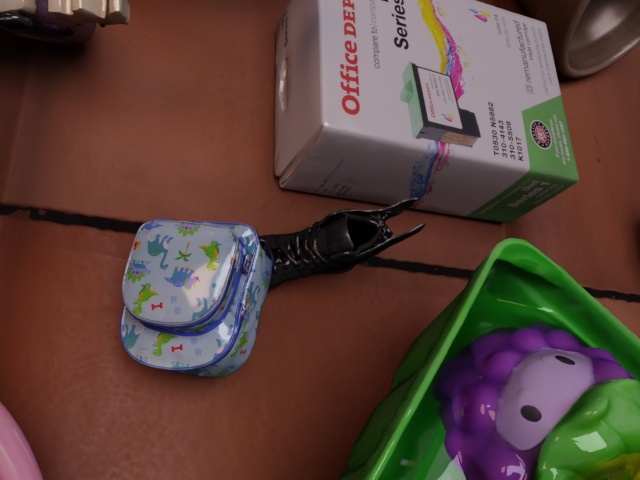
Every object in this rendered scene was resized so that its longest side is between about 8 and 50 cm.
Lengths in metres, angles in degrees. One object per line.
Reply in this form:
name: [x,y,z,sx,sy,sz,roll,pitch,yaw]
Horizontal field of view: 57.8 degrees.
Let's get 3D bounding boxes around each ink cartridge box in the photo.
ink cartridge box: [0.102,-0.145,0.594,0.277,0.117,0.202,7,67,-21]

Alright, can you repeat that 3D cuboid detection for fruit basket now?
fruit basket: [0.161,0.193,0.342,0.283,0.392,0.392,40,59,-5]

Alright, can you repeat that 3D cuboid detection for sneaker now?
sneaker: [0.001,0.003,0.505,0.170,0.089,0.051,-9,73,-27]

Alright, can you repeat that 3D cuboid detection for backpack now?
backpack: [-0.098,0.042,0.437,0.104,0.084,0.115,5,74,13]

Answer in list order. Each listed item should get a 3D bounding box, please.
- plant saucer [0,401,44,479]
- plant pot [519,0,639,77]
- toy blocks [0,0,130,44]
plant saucer: [-0.287,0.186,0.237,0.332,0.084,0.333,9,79,-52]
plant pot: [0.338,-0.384,0.747,0.262,0.263,0.229,-19,60,-29]
toy blocks: [-0.113,-0.316,0.519,0.288,0.260,0.309,1,92,15]
